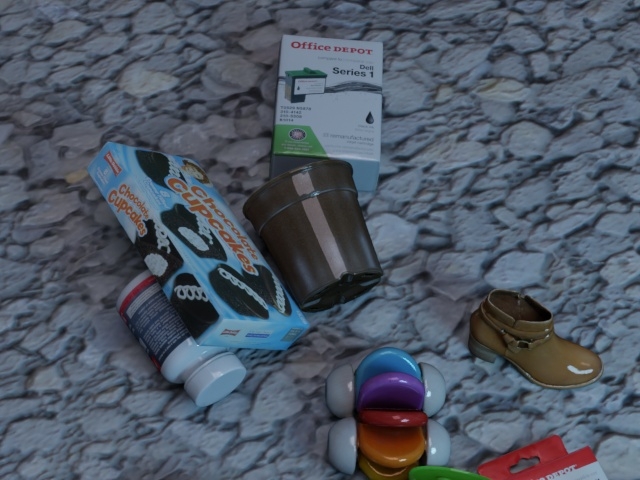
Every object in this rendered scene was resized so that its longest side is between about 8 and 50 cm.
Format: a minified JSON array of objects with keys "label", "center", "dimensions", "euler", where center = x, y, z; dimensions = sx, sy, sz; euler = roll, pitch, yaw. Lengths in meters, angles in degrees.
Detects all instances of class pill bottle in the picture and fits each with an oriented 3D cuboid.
[{"label":"pill bottle","center":[-0.182,0.128,1.781],"dimensions":[0.108,0.108,0.180],"euler":[-30,67,-20]}]

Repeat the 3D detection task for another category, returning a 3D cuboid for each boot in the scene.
[{"label":"boot","center":[0.297,0.131,1.791],"dimensions":[0.197,0.152,0.073],"euler":[12,60,2]}]

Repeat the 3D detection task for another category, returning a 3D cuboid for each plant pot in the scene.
[{"label":"plant pot","center":[0.000,0.000,1.846],"dimensions":[0.167,0.167,0.165],"euler":[-19,71,-15]}]

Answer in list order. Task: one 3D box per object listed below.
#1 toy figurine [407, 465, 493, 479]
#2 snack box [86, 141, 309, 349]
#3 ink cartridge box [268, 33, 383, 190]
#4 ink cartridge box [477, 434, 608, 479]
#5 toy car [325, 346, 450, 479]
[{"label":"toy figurine","center":[0.179,0.379,1.653],"dimensions":[0.173,0.130,0.159],"euler":[11,96,10]},{"label":"snack box","center":[-0.166,0.008,1.803],"dimensions":[0.060,0.187,0.322],"euler":[-47,61,21]},{"label":"ink cartridge box","center":[0.010,-0.192,1.985],"dimensions":[0.160,0.092,0.219],"euler":[4,61,-3]},{"label":"ink cartridge box","center":[0.311,0.357,1.709],"dimensions":[0.134,0.078,0.231],"euler":[-19,64,-15]},{"label":"toy car","center":[0.089,0.219,1.735],"dimensions":[0.159,0.136,0.182],"euler":[0,61,-4]}]
